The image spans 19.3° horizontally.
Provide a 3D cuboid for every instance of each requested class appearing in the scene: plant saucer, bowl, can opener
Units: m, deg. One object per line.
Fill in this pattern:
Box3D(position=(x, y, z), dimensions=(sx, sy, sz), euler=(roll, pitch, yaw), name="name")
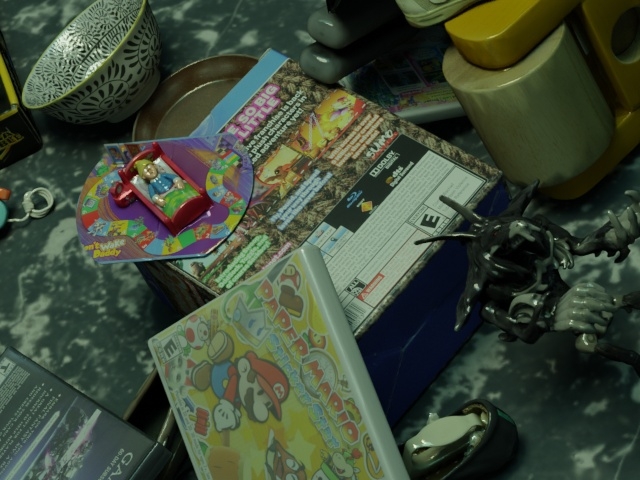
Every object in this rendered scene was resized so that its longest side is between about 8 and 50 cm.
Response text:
Box3D(position=(-0.105, -0.113, 1.879), dimensions=(0.168, 0.029, 0.168), euler=(-10, 54, 14), name="plant saucer")
Box3D(position=(-0.215, -0.173, 1.913), dimensions=(0.170, 0.080, 0.170), euler=(-34, 29, 22), name="bowl")
Box3D(position=(0.086, -0.215, 1.763), dimensions=(0.093, 0.074, 0.280), euler=(30, 36, 26), name="can opener")

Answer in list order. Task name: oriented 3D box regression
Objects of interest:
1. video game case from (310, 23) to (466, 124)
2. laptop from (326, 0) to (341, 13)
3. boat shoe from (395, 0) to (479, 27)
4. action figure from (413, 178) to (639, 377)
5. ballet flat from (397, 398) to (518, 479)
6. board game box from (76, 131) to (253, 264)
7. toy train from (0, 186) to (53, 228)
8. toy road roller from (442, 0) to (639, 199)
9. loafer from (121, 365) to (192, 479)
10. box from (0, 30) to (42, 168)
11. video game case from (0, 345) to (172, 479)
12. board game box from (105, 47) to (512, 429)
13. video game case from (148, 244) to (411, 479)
Box3D(position=(0.090, -0.166, 1.807), dimensions=(0.157, 0.019, 0.143), euler=(-11, 47, -24), name="video game case")
Box3D(position=(0.197, -0.372, 1.757), dimensions=(0.408, 0.236, 0.382), euler=(-4, 17, 0), name="laptop")
Box3D(position=(0.134, -0.237, 1.609), dimensions=(0.153, 0.048, 0.056), euler=(-24, 38, 14), name="boat shoe")
Box3D(position=(0.218, 0.037, 1.518), dimensions=(0.275, 0.141, 0.164), euler=(32, 58, -4), name="action figure")
Box3D(position=(0.070, 0.193, 1.572), dimensions=(0.203, 0.074, 0.074), euler=(-29, 51, -1), name="ballet flat")
Box3D(position=(-0.144, -0.046, 1.661), dimensions=(0.168, 0.033, 0.133), euler=(-5, 55, 18), name="board game box")
Box3D(position=(-0.346, -0.079, 1.874), dimensions=(0.125, 0.046, 0.166), euler=(-33, 92, 1), name="toy train")
Box3D(position=(0.221, -0.223, 1.738), dimensions=(0.329, 0.202, 0.240), euler=(-45, 39, -14), name="toy road roller")
Box3D(position=(-0.177, 0.208, 1.642), dimensions=(0.096, 0.084, 0.267), euler=(19, 64, 29), name="loafer")
Box3D(position=(-0.480, -0.135, 2.003), dimensions=(0.322, 0.079, 0.257), euler=(-26, 53, 1), name="box")
Box3D(position=(-0.264, 0.214, 1.645), dimensions=(0.274, 0.026, 0.196), euler=(24, 73, 50), name="video game case")
Box3D(position=(0.000, 0.000, 1.688), dimensions=(0.291, 0.141, 0.232), euler=(32, 71, 35), name="board game box")
Box3D(position=(-0.037, 0.147, 1.547), dimensions=(0.206, 0.026, 0.227), euler=(-31, 74, 39), name="video game case")
